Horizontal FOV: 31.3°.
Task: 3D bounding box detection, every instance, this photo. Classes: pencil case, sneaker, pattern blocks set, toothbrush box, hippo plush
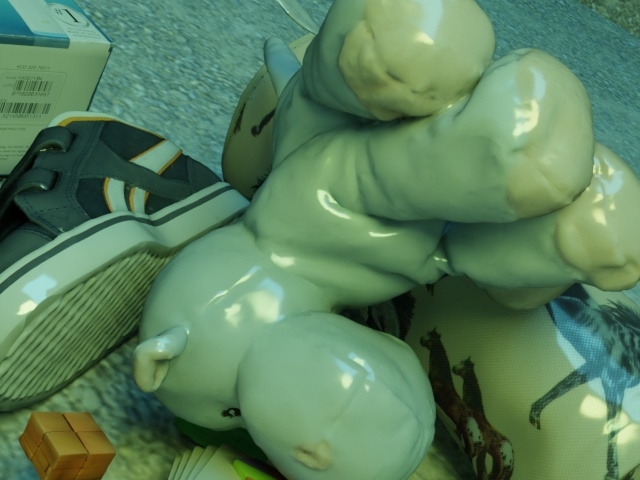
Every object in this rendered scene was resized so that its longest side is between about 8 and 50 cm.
[{"bbox_3d":[0.097,0.040,0.801,0.160,0.183,0.410,-21,59,-33],"label":"pencil case"},{"bbox_3d":[-0.157,0.002,0.708,0.127,0.126,0.321,37,17,6],"label":"sneaker"},{"bbox_3d":[-0.013,0.152,0.561,0.285,0.026,0.325,26,5,-12],"label":"pattern blocks set"},{"bbox_3d":[-0.329,-0.180,0.850,0.216,0.126,0.295,-4,40,-46],"label":"toothbrush box"},{"bbox_3d":[0.000,0.000,0.601,0.294,0.236,0.234,35,-11,16],"label":"hippo plush"}]
